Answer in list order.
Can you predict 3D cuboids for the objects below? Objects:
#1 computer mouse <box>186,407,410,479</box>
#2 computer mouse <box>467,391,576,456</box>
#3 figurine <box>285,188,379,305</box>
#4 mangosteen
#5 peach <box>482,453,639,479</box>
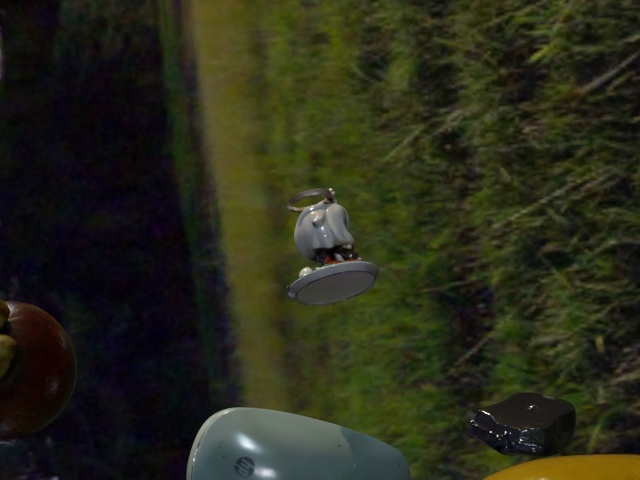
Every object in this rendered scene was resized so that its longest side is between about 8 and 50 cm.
[{"bbox_3d":[-0.023,0.302,1.209,0.097,0.289,0.159,126,160,-73],"label":"computer mouse"},{"bbox_3d":[0.305,0.280,1.429,0.122,0.217,0.073,10,96,32],"label":"computer mouse"},{"bbox_3d":[0.000,0.000,1.338,0.132,0.132,0.153,110,148,-63],"label":"figurine"},{"bbox_3d":[-0.465,0.175,1.378,0.257,0.215,0.215,88,170,-61],"label":"mangosteen"},{"bbox_3d":[0.142,0.225,0.464,0.153,0.251,0.251,148,115,-70],"label":"peach"}]
